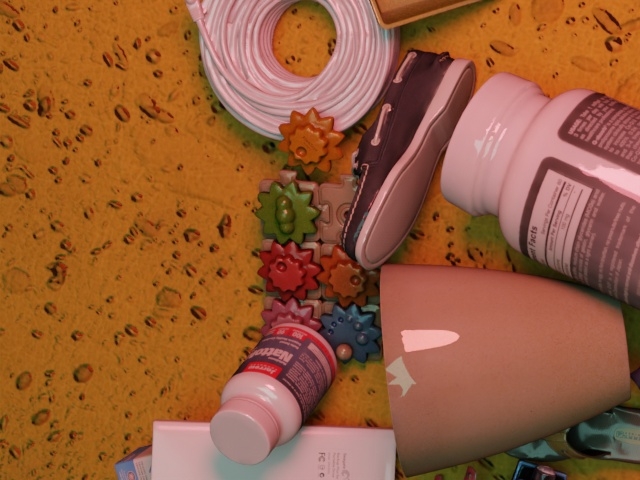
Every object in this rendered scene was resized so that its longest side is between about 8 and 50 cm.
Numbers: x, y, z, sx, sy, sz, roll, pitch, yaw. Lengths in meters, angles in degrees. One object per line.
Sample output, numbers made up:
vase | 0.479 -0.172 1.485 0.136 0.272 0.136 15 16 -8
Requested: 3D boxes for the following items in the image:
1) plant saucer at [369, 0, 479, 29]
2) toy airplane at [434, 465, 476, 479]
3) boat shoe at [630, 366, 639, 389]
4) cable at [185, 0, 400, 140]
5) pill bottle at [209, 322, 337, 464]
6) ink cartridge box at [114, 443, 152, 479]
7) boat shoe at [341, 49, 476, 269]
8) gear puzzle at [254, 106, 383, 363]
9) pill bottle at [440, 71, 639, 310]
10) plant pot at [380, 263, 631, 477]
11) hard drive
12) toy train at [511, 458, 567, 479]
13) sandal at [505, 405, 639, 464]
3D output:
plant saucer | 0.110 -0.358 1.898 0.188 0.045 0.188 -20 89 -26
toy airplane | 0.163 0.346 1.962 0.151 0.028 0.151 -13 74 53
boat shoe | 0.517 0.121 1.822 0.340 0.127 0.158 -41 75 13
cable | -0.026 -0.251 1.966 0.257 0.089 0.257 -11 93 16
pill bottle | -0.061 0.191 1.938 0.108 0.180 0.108 13 124 19
ink cartridge box | -0.179 0.308 2.060 0.143 0.090 0.092 -17 92 17
boat shoe | 0.089 -0.101 1.892 0.091 0.114 0.302 18 61 23
gear puzzle | 0.000 0.000 1.959 0.175 0.044 0.339 5 112 16
pill bottle | 0.335 -0.050 1.801 0.363 0.210 0.210 27 102 24
plant pot | 0.223 0.140 1.864 0.274 0.256 0.257 -6 93 7
hard drive | -0.062 0.334 1.989 0.307 0.040 0.203 3 89 -5
toy train | 0.246 0.355 1.931 0.080 0.105 0.184 16 99 -4
sandal | 0.323 0.239 1.922 0.219 0.060 0.090 7 97 16
